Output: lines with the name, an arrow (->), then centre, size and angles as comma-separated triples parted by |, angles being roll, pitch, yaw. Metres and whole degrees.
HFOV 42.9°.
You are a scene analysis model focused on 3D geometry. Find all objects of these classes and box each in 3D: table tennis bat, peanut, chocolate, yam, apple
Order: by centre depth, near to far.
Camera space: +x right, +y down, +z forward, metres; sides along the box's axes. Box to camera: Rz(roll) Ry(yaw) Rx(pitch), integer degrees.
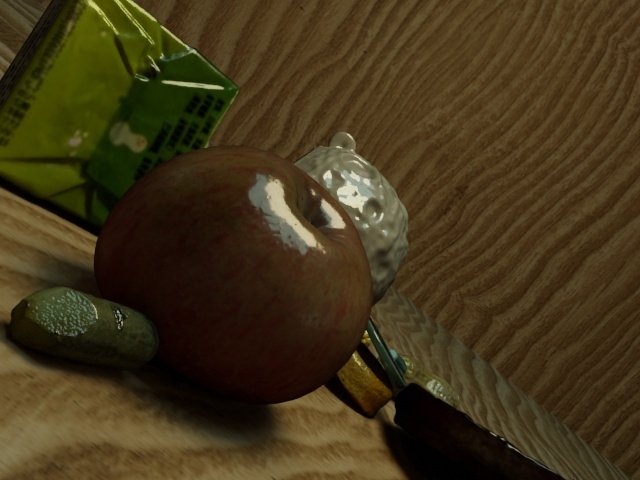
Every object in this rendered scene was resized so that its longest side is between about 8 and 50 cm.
yam -> -0.226, 0.085, 0.792 | 0.070, 0.070, 0.146 | 44, 7, 34
apple -> -0.087, 0.033, 0.988 | 0.345, 0.269, 0.345 | 41, 1, -1
chocolate -> -0.315, -0.184, 1.172 | 0.137, 0.301, 0.289 | 28, -4, 46
table tennis bat -> 0.118, 0.205, 1.459 | 0.153, 0.040, 0.244 | 63, 4, 26
peanut -> 0.192, 0.296, 1.632 | 0.214, 0.090, 0.098 | 36, 36, -19

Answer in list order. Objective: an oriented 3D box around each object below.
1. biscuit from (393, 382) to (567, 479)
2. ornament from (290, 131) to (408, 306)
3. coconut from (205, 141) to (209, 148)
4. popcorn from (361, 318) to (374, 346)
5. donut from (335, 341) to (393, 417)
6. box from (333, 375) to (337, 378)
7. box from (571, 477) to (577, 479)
biscuit -> 0.292, 0.376, 1.327 | 0.407, 0.091, 0.407 | 34, -7, 4
ornament -> 0.000, 0.000, 1.497 | 0.337, 0.337, 0.337 | 39, 6, -5
coconut -> -0.318, -0.171, 1.538 | 0.224, 0.224, 0.224 | 39, 6, -5
popcorn -> 0.073, 0.196, 1.723 | 0.084, 0.084, 0.084 | 39, 6, -5
donut -> 0.068, 0.227, 1.398 | 0.152, 0.058, 0.152 | 51, 9, -11
box -> -0.020, 0.193, 1.429 | 0.149, 0.020, 0.073 | 36, 9, -30
box -> 0.323, 0.406, 0.952 | 0.180, 0.047, 0.325 | 52, 20, 15
